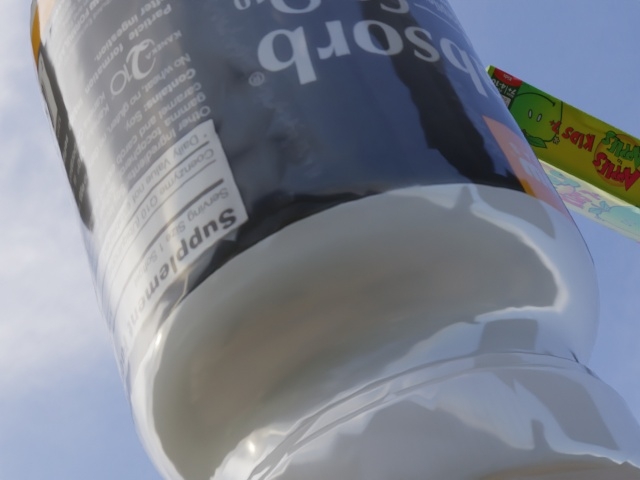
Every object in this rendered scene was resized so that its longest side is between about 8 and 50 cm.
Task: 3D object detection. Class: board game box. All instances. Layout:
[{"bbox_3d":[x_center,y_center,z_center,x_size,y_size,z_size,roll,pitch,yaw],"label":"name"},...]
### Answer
[{"bbox_3d":[0.173,-0.051,0.929,0.181,0.092,0.043,25,-97,-6],"label":"board game box"}]

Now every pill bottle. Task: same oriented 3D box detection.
[{"bbox_3d":[0.000,0.000,0.482,0.162,0.278,0.162,-14,-38,-12],"label":"pill bottle"}]
